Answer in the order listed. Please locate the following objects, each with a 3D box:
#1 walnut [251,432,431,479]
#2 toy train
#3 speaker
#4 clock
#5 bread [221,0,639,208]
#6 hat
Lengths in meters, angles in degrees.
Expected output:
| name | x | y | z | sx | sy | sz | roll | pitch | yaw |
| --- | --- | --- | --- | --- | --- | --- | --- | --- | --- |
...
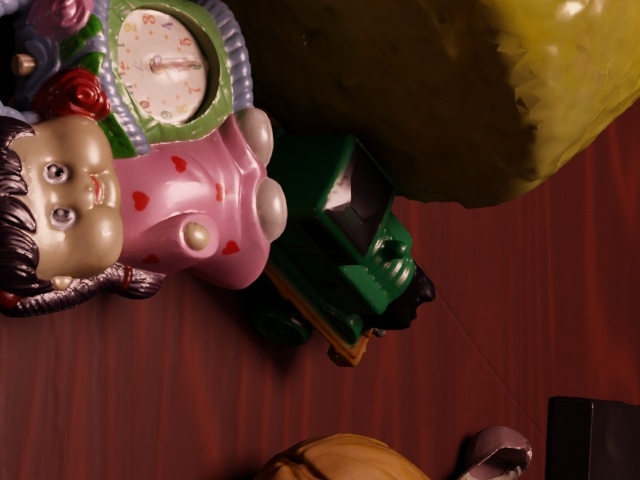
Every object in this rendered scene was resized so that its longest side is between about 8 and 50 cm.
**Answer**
| name | x | y | z | sx | sy | sz | roll | pitch | yaw |
| --- | --- | --- | --- | --- | --- | --- | --- | --- | --- |
| walnut | 0.021 | 0.225 | 1.150 | 0.159 | 0.159 | 0.207 | -52 | 127 | -39 |
| toy train | 0.000 | 0.000 | 1.138 | 0.228 | 0.136 | 0.091 | 48 | 54 | -37 |
| speaker | 0.279 | 0.186 | 1.563 | 0.218 | 0.044 | 0.082 | 10 | 82 | -52 |
| clock | -0.131 | -0.056 | 0.990 | 0.195 | 0.100 | 0.194 | -8 | 83 | -40 |
| bread | 0.093 | -0.216 | 1.120 | 0.308 | 0.348 | 0.348 | -44 | 123 | -29 |
| hat | 0.128 | 0.183 | 1.382 | 0.087 | 0.042 | 0.058 | -45 | 128 | -1 |
